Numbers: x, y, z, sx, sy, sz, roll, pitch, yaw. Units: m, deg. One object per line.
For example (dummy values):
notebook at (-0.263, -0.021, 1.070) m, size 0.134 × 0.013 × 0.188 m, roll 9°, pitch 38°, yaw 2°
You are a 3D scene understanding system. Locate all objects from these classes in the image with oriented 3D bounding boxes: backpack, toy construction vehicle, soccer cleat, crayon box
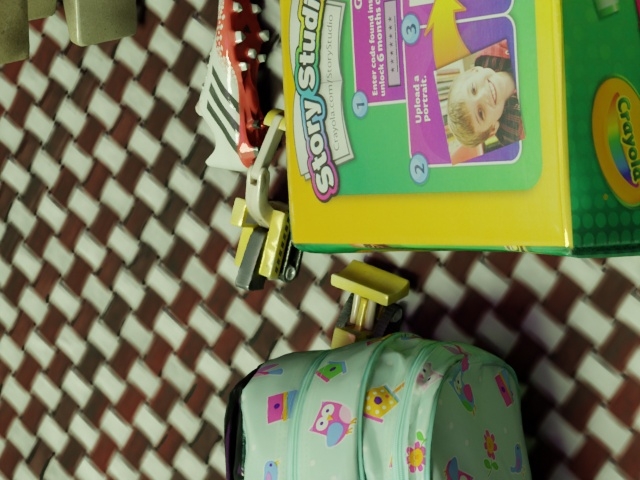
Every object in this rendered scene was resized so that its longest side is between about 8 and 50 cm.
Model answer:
backpack at (0.028, 0.129, 0.697) m, size 0.115 × 0.152 × 0.182 m, roll -9°, pitch 85°, yaw 20°
toy construction vehicle at (0.000, 0.000, 0.759) m, size 0.086 × 0.035 × 0.098 m, roll 23°, pitch 106°, yaw 32°
soccer cleat at (-0.042, -0.072, 0.789) m, size 0.035 × 0.029 × 0.083 m, roll -5°, pitch 95°, yaw 31°
crayon box at (0.059, -0.134, 0.650) m, size 0.165 × 0.081 × 0.279 m, roll 1°, pitch 95°, yaw 55°

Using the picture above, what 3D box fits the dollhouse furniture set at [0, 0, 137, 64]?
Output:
dollhouse furniture set at (-0.250, -0.166, 0.790) m, size 0.262 × 0.259 × 0.135 m, roll 16°, pitch 112°, yaw 32°
